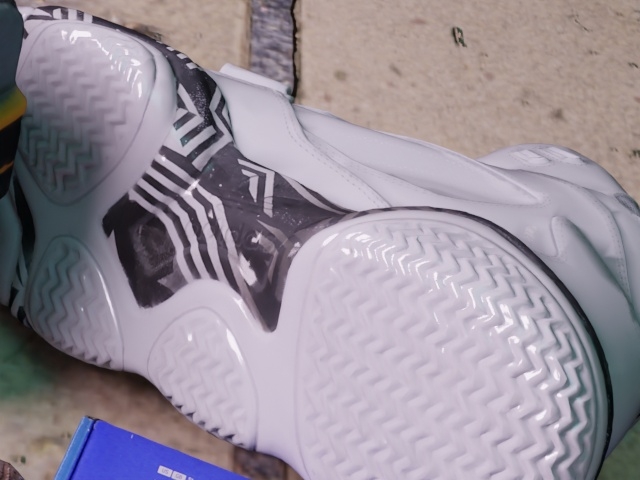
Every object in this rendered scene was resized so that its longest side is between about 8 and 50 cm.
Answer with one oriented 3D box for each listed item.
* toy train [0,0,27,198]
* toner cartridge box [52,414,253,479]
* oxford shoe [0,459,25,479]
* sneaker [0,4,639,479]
[{"bbox_3d":[-0.259,-0.091,0.542,0.334,0.190,0.142,38,46,12],"label":"toy train"},{"bbox_3d":[0.043,0.205,0.487,0.347,0.075,0.165,23,45,-3],"label":"toner cartridge box"},{"bbox_3d":[-0.272,0.071,0.449,0.363,0.130,0.133,19,21,9],"label":"oxford shoe"},{"bbox_3d":[0.000,0.000,0.616,0.365,0.137,0.210,30,21,32],"label":"sneaker"}]
